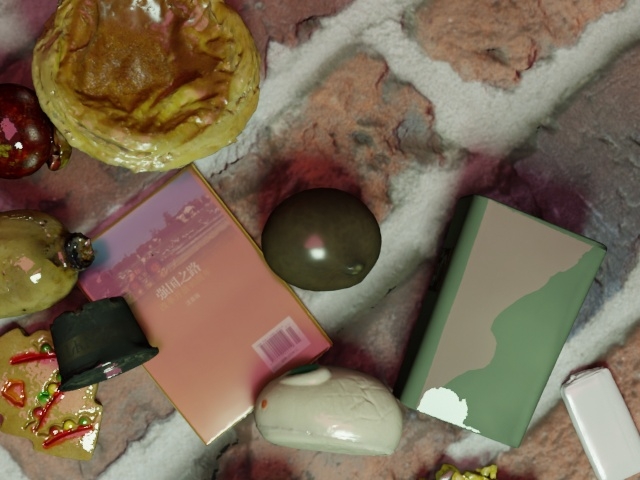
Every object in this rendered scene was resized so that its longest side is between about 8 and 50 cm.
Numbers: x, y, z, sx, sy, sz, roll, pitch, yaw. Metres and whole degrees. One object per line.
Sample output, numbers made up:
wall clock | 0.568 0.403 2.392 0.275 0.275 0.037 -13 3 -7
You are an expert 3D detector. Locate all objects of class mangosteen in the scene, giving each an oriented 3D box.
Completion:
mangosteen | -0.454 -0.163 1.546 0.146 0.181 0.155 -33 69 36

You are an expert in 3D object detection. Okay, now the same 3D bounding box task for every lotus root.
lotus root | -0.479 0.036 1.515 0.284 0.146 0.160 -10 107 10

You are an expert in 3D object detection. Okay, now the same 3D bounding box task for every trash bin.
trash bin | 0.269 0.124 1.565 0.223 0.158 0.343 22 87 -3

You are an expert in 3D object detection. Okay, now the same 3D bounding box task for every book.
book | -0.194 0.102 1.595 0.263 0.028 0.374 -38 91 -4

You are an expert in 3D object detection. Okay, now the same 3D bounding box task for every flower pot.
flower pot | -0.336 0.151 1.504 0.158 0.157 0.106 -24 80 -5

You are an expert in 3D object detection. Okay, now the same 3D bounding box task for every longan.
longan | 0.000 0.000 1.546 0.189 0.189 0.189 0 88 -4

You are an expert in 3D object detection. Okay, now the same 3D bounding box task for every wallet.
wallet | 0.462 0.300 1.635 0.095 0.033 0.190 -26 91 -6

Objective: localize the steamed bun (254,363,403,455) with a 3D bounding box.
steamed bun | 0.014 0.256 1.533 0.228 0.177 0.130 8 75 0

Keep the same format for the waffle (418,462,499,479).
waffle | 0.239 0.499 1.594 0.329 0.062 0.329 0 89 -3

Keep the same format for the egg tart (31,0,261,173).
egg tart | -0.265 -0.252 1.534 0.352 0.150 0.351 5 73 -16

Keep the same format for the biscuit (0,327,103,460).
biscuit | -0.426 0.244 1.567 0.212 0.041 0.238 -33 90 -7
